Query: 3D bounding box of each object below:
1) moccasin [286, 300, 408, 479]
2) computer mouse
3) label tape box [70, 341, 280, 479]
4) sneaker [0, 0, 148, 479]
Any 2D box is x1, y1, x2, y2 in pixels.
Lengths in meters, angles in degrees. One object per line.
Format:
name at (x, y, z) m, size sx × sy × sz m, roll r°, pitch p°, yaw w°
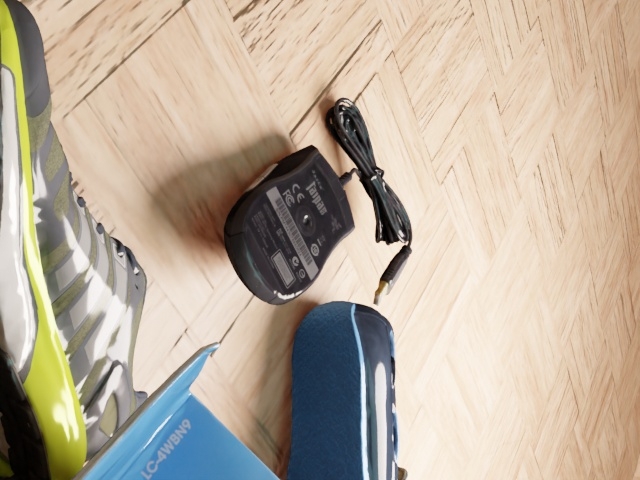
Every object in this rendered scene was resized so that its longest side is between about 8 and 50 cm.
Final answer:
moccasin at (0.041, 0.232, 0.721) m, size 0.117 × 0.138 × 0.341 m, roll 7°, pitch 90°, yaw -53°
computer mouse at (0.000, 0.000, 0.686) m, size 0.184 × 0.060 × 0.262 m, roll 61°, pitch 38°, yaw -21°
label tape box at (-0.114, 0.241, 0.390) m, size 0.249 × 0.115 × 0.347 m, roll -50°, pitch 169°, yaw -37°
sneaker at (-0.171, 0.007, 0.442) m, size 0.121 × 0.111 × 0.299 m, roll -33°, pitch 127°, yaw -59°
